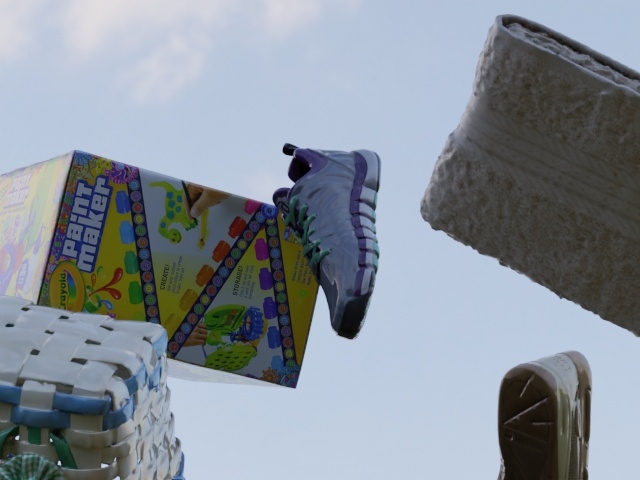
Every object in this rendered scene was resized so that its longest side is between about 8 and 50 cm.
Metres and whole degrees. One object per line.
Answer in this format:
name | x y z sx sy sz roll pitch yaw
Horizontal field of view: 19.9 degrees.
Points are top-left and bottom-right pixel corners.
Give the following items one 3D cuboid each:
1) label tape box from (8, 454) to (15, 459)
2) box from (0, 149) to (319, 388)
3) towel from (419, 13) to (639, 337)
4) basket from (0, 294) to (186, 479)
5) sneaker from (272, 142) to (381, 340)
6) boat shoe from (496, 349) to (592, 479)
label tape box | -0.428 0.356 2.152 0.241 0.333 0.106 -49 -7 -19
box | -0.184 0.036 1.883 0.279 0.177 0.290 16 -9 -22
towel | 0.220 -0.026 1.319 0.282 0.049 0.187 27 -55 9
basket | -0.231 0.195 1.412 0.254 0.201 0.289 9 -61 12
sneaker | 0.000 0.000 1.660 0.098 0.224 0.083 10 -48 -6
boat shoe | 0.274 0.297 2.187 0.110 0.121 0.341 -17 -59 -42
